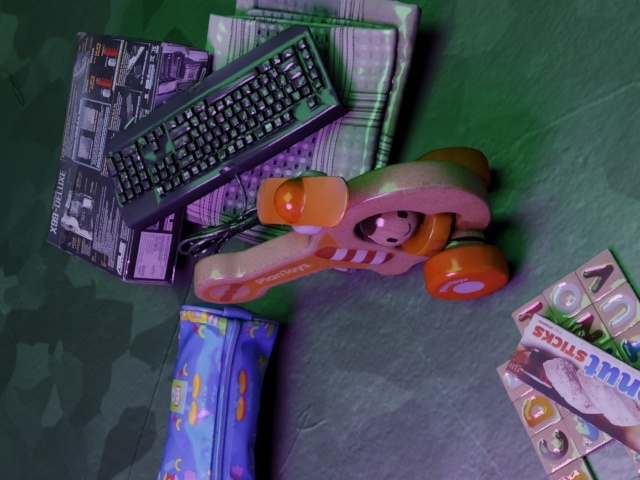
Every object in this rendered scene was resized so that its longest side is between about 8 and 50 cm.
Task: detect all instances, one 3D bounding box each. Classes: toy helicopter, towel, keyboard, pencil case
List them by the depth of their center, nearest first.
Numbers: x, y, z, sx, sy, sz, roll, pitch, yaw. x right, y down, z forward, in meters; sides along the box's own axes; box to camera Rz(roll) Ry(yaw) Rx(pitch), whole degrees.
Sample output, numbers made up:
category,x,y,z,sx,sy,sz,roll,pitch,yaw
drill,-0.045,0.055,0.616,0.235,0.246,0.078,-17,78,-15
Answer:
category,x,y,z,sx,sy,sz,roll,pitch,yaw
toy helicopter,0.000,0.000,1.051,0.355,0.235,0.140,-21,64,32
pencil case,-0.119,0.221,1.173,0.133,0.119,0.306,156,122,-67
keyboard,-0.109,-0.094,1.202,0.317,0.033,0.201,-28,81,23
towel,-0.041,-0.149,1.237,0.312,0.056,0.324,18,97,42

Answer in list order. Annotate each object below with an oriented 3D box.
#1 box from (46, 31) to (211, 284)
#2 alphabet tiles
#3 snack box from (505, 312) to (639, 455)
category,x,y,z,sx,sy,sz,roll,pitch,yaw
box,-0.265,-0.117,1.381,0.242,0.077,0.307,18,101,50
alphabet tiles,0.269,0.134,0.940,0.198,0.009,0.237,-39,55,26
snack box,0.252,0.133,0.933,0.178,0.022,0.064,31,97,42
